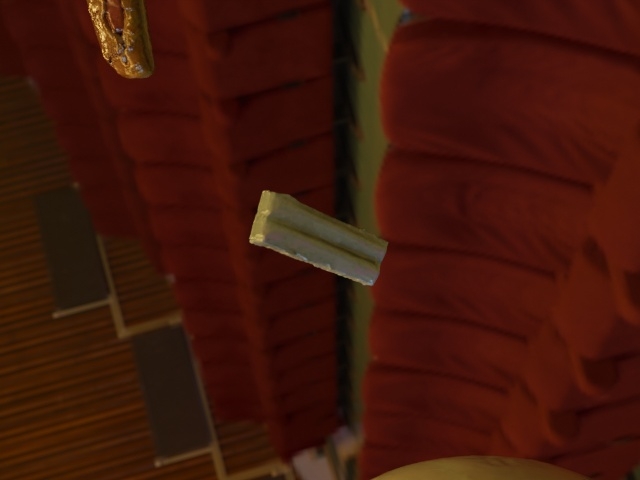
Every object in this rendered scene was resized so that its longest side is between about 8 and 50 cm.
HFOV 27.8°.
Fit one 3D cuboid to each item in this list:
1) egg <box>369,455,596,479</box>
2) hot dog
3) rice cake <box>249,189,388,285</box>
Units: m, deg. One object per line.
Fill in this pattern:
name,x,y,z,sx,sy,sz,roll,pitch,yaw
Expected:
egg,0.138,0.303,0.977,0.283,0.345,0.283,-177,90,-66
hot dog,-0.213,-0.300,1.273,0.088,0.061,0.286,-92,-7,-79
rice cake,0.000,0.000,1.924,0.040,0.226,0.085,-11,61,55
